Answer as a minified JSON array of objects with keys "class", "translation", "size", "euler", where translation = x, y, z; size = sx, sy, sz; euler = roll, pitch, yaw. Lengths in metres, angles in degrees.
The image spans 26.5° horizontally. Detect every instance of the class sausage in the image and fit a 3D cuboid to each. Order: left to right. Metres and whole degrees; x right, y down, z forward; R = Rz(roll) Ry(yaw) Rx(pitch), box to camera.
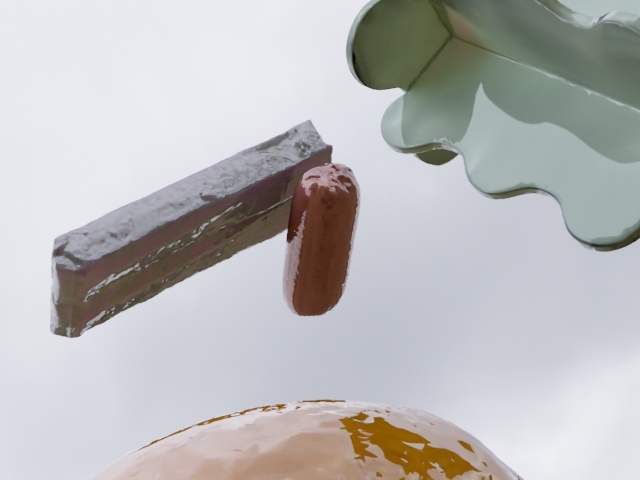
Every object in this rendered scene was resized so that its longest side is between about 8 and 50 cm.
[{"class":"sausage","translation":[0.000,0.000,1.211],"size":[0.062,0.062,0.154],"euler":[-10,-48,-22]}]

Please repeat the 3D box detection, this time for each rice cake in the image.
[{"class":"rice cake","translation":[-0.110,-0.015,1.197],"size":[0.298,0.050,0.106],"euler":[-28,-27,-30]}]

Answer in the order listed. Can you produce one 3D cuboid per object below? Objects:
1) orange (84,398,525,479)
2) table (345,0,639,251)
[{"class":"orange","translation":[-0.004,0.219,0.584],"size":[0.312,0.312,0.312],"euler":[-17,-42,-16]},{"class":"table","translation":[0.139,-0.088,0.752],"size":[0.166,0.198,0.166],"euler":[-20,-56,-33]}]
